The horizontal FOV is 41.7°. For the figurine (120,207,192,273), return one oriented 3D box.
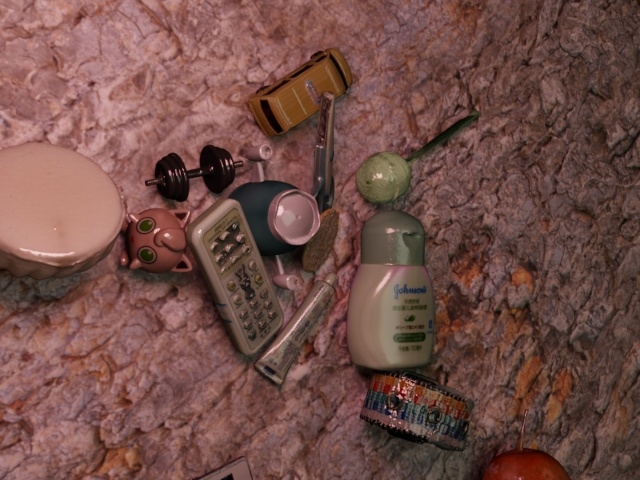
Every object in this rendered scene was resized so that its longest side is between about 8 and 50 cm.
[{"bbox_3d":[-0.309,0.001,1.581,0.137,0.125,0.125,0,90,5],"label":"figurine"}]

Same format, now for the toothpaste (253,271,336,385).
[{"bbox_3d":[-0.042,0.180,1.804,0.268,0.047,0.069,-57,136,-17],"label":"toothpaste"}]

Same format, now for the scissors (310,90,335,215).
[{"bbox_3d":[0.007,-0.172,1.753,0.138,0.041,0.289,-49,149,-57],"label":"scissors"}]

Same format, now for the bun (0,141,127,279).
[{"bbox_3d":[-0.483,-0.023,1.456,0.263,0.175,0.263,16,47,-17],"label":"bun"}]

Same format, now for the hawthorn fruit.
[{"bbox_3d":[0.499,0.624,2.071,0.235,0.263,0.231,-27,141,-21],"label":"hawthorn fruit"}]

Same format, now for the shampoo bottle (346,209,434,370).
[{"bbox_3d":[0.159,0.107,1.873,0.221,0.151,0.350,2,88,-31],"label":"shampoo bottle"}]

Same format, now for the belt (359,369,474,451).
[{"bbox_3d":[0.222,0.378,1.882,0.257,0.207,0.150,22,81,-23],"label":"belt"}]

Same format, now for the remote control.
[{"bbox_3d":[-0.167,0.075,1.656,0.128,0.065,0.335,-43,133,-30],"label":"remote control"}]

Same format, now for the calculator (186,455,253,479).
[{"bbox_3d":[-0.187,0.586,1.725,0.161,0.021,0.262,-21,102,-31],"label":"calculator"}]

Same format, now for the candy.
[{"bbox_3d":[0.246,-0.212,1.966,0.440,0.119,0.119,-34,108,-35],"label":"candy"}]

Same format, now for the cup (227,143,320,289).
[{"bbox_3d":[-0.089,-0.046,1.696,0.167,0.173,0.300,-17,99,-33],"label":"cup"}]

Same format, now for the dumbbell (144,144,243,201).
[{"bbox_3d":[-0.243,-0.132,1.639,0.208,0.099,0.099,-16,99,-31],"label":"dumbbell"}]

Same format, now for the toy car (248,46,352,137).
[{"bbox_3d":[-0.022,-0.318,1.766,0.256,0.124,0.101,-38,111,-26],"label":"toy car"}]

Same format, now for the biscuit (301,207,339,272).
[{"bbox_3d":[0.000,0.000,1.798,0.152,0.020,0.152,-52,154,-39],"label":"biscuit"}]
